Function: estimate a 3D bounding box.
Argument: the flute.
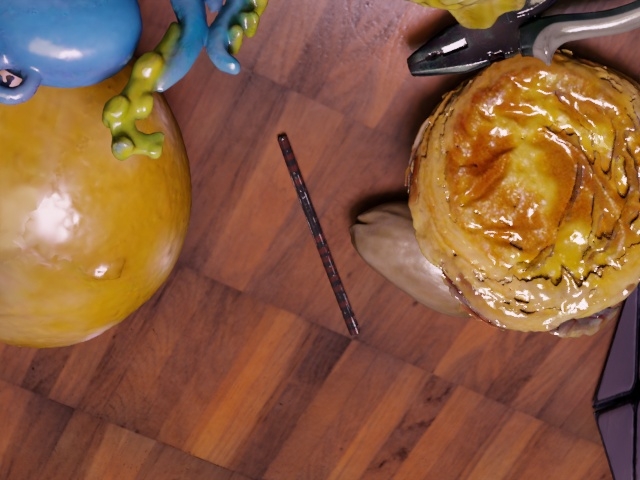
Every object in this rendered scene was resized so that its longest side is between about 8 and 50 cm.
[{"bbox_3d":[0.000,0.000,1.354,0.014,0.014,0.270,-15,120,10],"label":"flute"}]

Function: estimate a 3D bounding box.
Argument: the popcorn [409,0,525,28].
[{"bbox_3d":[0.103,-0.302,1.051,0.181,0.216,0.235,-5,89,23],"label":"popcorn"}]

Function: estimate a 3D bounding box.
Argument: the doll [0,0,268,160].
[{"bbox_3d":[-0.213,-0.244,1.042,0.346,0.341,0.099,26,143,-7],"label":"doll"}]

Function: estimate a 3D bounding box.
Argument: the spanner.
[{"bbox_3d":[0.235,-0.227,1.175,0.324,0.040,0.096,-21,79,10],"label":"spanner"}]

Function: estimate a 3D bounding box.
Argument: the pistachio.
[{"bbox_3d":[0.119,0.016,1.314,0.185,0.126,0.108,27,76,-11],"label":"pistachio"}]

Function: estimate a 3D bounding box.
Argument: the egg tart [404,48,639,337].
[{"bbox_3d":[0.223,-0.043,1.238,0.297,0.132,0.297,0,82,-2],"label":"egg tart"}]

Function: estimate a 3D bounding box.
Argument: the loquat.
[{"bbox_3d":[-0.284,-0.042,1.139,0.328,0.359,0.329,10,128,12],"label":"loquat"}]

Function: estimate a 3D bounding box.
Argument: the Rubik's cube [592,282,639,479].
[{"bbox_3d":[0.456,0.177,1.315,0.259,0.255,0.260,10,119,-4],"label":"Rubik's cube"}]
